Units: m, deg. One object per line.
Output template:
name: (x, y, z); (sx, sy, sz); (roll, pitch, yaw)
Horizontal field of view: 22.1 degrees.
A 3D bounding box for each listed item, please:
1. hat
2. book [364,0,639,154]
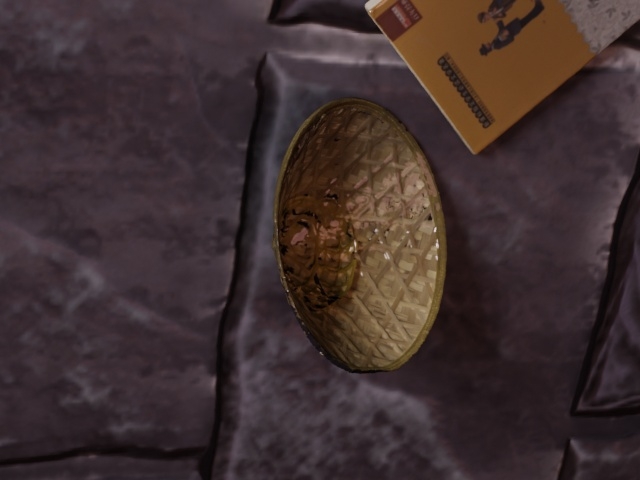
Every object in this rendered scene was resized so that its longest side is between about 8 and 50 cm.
hat: (0.000, 0.000, 0.872); (0.146, 0.067, 0.146); (9, 78, -50)
book: (0.119, -0.138, 0.870); (0.172, 0.012, 0.118); (-40, 126, 1)
